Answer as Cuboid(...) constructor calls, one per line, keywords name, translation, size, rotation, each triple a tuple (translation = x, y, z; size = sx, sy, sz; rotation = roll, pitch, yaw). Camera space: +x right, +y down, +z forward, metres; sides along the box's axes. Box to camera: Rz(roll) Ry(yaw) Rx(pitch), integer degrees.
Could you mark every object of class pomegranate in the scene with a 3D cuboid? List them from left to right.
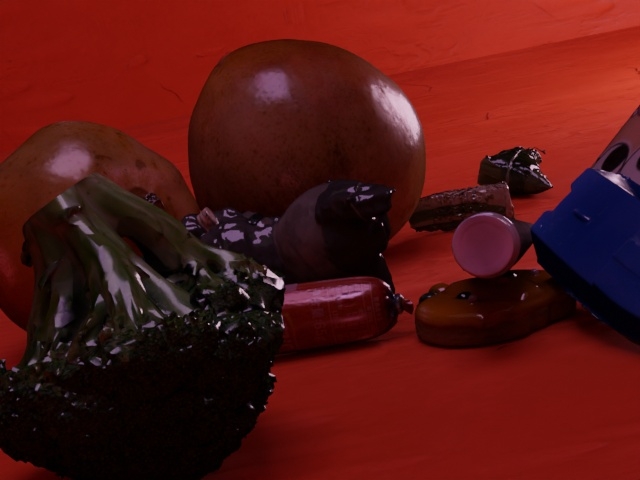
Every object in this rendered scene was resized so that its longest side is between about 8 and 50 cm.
Cuboid(name="pomegranate", translation=(-0.258, -0.009, 2.020), size=(0.264, 0.264, 0.264), rotation=(-11, 13, 2))
Cuboid(name="pomegranate", translation=(-0.021, -0.095, 2.196), size=(0.319, 0.319, 0.319), rotation=(-11, 13, 2))

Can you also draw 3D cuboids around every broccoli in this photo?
Cuboid(name="broccoli", translation=(-0.172, 0.089, 1.558), size=(0.308, 0.275, 0.308), rotation=(-33, -5, -3))

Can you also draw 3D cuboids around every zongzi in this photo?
Cuboid(name="zongzi", translation=(0.286, -0.091, 2.403), size=(0.119, 0.055, 0.109), rotation=(13, 23, 36))

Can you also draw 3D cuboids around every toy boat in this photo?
Cuboid(name="toy boat", translation=(0.312, 0.036, 1.692), size=(0.129, 0.088, 0.295), rotation=(-47, 30, 2))

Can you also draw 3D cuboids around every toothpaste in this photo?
Cuboid(name="toothpaste", translation=(0.178, 0.005, 1.839), size=(0.100, 0.066, 0.323), rotation=(-26, -4, 8))

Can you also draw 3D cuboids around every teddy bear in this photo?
Cuboid(name="teddy bear", translation=(-0.007, 0.014, 1.943), size=(0.251, 0.171, 0.144), rotation=(-17, 30, 19))

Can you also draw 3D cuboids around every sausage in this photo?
Cuboid(name="sausage", translation=(-0.039, 0.083, 1.865), size=(0.274, 0.074, 0.074), rotation=(-9, 13, 6))

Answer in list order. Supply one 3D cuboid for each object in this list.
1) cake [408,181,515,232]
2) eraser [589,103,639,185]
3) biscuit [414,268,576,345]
Cuboid(name="cake", translation=(0.180, -0.041, 2.269), size=(0.140, 0.051, 0.055), rotation=(-7, 8, 19))
Cuboid(name="eraser", translation=(0.370, -0.096, 1.903), size=(0.290, 0.087, 0.171), rotation=(-52, 20, -2))
Cuboid(name="biscuit", translation=(0.170, 0.059, 1.837), size=(0.170, 0.050, 0.170), rotation=(-10, 12, 2))
